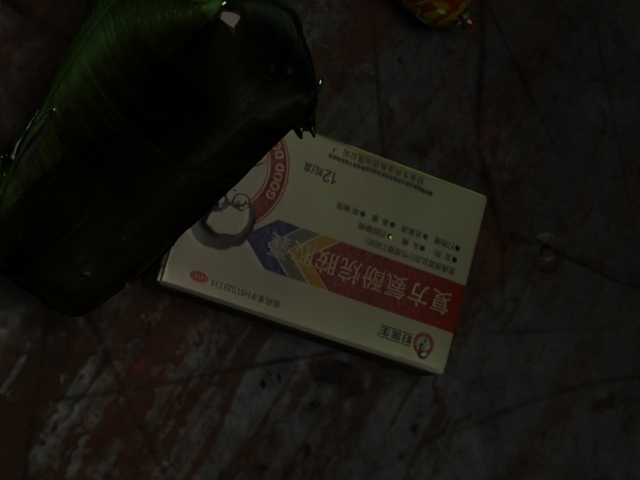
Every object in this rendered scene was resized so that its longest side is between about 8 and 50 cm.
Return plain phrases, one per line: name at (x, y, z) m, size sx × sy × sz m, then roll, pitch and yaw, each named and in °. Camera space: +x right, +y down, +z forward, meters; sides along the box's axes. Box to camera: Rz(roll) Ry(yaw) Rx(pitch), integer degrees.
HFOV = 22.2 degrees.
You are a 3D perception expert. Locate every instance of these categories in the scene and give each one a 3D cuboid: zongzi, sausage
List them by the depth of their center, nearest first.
zongzi at (-0.205, -0.169, 1.699) m, size 0.208 × 0.432 × 0.403 m, roll 31°, pitch 113°, yaw -36°
sausage at (0.077, -0.326, 1.855) m, size 0.264 × 0.083 × 0.083 m, roll 38°, pitch 72°, yaw -17°

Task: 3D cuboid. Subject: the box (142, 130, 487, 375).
box at (0.000, 0.000, 1.798) m, size 0.353 × 0.069 × 0.214 m, roll 19°, pitch 78°, yaw -19°
